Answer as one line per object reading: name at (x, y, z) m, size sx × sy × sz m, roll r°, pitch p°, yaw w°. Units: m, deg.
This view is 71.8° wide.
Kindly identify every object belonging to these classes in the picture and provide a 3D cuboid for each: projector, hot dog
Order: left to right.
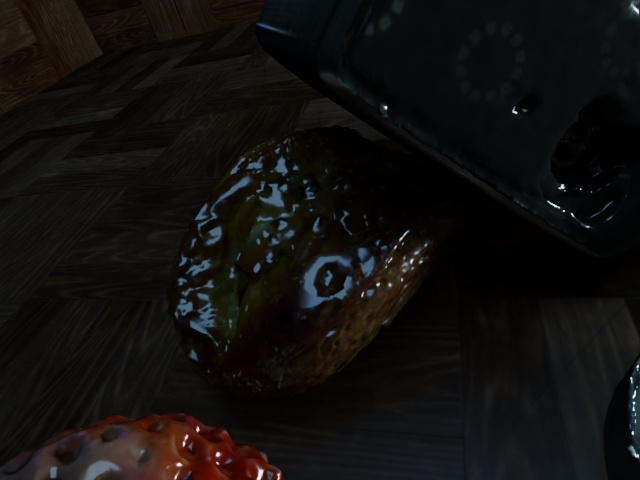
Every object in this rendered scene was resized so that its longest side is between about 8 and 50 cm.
hot dog at (0.000, 0.000, 0.515) m, size 0.267 × 0.174 × 0.387 m, roll 30°, pitch 56°, yaw 32°
projector at (0.154, -0.216, 0.505) m, size 0.242 × 0.395 × 0.405 m, roll -58°, pitch 25°, yaw 17°

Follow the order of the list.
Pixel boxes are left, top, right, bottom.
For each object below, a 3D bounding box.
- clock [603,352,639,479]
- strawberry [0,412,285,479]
clock at (0.361, 0.162, 0.275) m, size 0.313 × 0.061 × 0.312 m, roll -11°, pitch 38°, yaw 8°
strawberry at (-0.112, 0.240, 0.282) m, size 0.336 × 0.149 × 0.265 m, roll 9°, pitch 43°, yaw 28°
